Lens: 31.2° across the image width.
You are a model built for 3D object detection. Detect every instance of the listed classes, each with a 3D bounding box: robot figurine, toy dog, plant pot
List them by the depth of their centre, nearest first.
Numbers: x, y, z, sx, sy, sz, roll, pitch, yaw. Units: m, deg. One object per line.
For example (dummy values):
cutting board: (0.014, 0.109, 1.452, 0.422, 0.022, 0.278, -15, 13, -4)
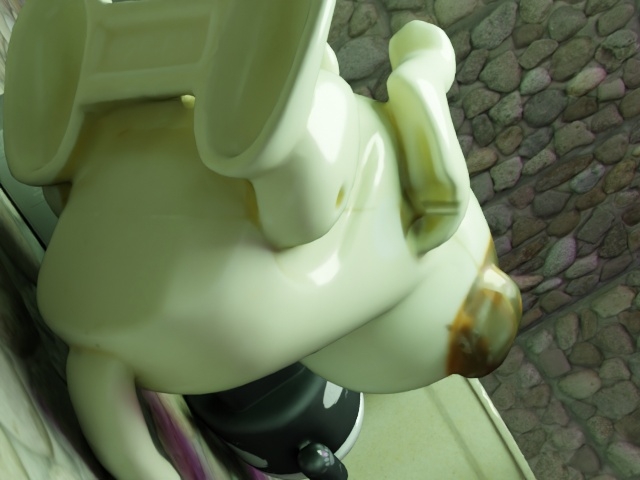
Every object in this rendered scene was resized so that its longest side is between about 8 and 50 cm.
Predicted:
toy dog: (0.000, 0.000, 0.883, 0.408, 0.284, 0.396, 22, 63, -52)
robot figurine: (-0.052, 0.163, 1.270, 0.278, 0.173, 0.209, 61, 34, -59)
plant pot: (0.124, 0.340, 1.693, 0.334, 0.305, 0.334, 60, -1, 3)

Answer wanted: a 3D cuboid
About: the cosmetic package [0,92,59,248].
cosmetic package: (-0.183, -0.032, 1.002, 0.238, 0.127, 0.107, 62, -1, -29)
